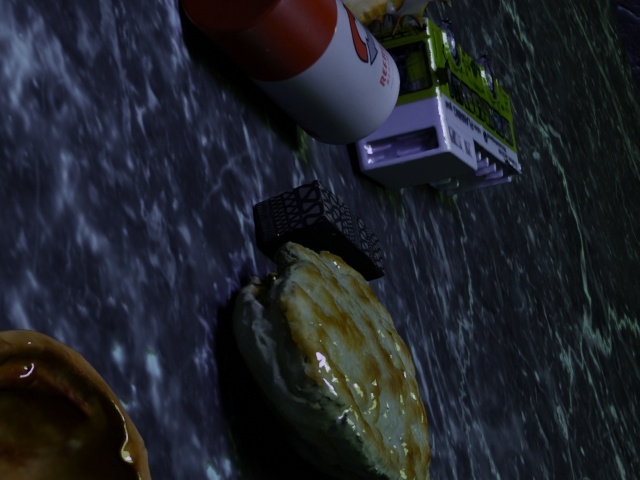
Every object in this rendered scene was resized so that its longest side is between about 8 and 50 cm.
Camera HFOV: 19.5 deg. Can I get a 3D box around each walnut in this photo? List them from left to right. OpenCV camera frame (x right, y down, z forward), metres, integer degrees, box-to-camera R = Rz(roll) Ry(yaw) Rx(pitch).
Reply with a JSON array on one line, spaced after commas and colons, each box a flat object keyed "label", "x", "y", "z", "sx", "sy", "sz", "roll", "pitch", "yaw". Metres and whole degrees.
[{"label": "walnut", "x": -0.153, "y": 0.129, "z": 0.857, "sx": 0.167, "sy": 0.087, "sz": 0.211, "roll": 68, "pitch": 17, "yaw": 4}]

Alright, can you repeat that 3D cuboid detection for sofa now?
[{"label": "sofa", "x": 0.000, "y": 0.000, "z": 1.441, "sx": 0.118, "sy": 0.060, "sz": 0.039, "roll": 42, "pitch": 30, "yaw": -55}]

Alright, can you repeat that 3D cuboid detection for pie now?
[{"label": "pie", "x": 0.011, "y": 0.101, "z": 1.350, "sx": 0.248, "sy": 0.090, "sz": 0.201, "roll": 42, "pitch": 26, "yaw": -58}]

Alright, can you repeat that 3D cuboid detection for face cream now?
[{"label": "face cream", "x": -0.020, "y": -0.158, "z": 1.458, "sx": 0.214, "sy": 0.096, "sz": 0.096, "roll": 40, "pitch": 38, "yaw": -58}]

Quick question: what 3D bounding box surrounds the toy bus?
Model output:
[{"label": "toy bus", "x": 0.112, "y": -0.116, "z": 1.788, "sx": 0.302, "sy": 0.113, "sz": 0.139, "roll": 23, "pitch": 57, "yaw": -68}]

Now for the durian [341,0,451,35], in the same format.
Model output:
[{"label": "durian", "x": 0.054, "y": -0.307, "z": 1.657, "sx": 0.185, "sy": 0.196, "sz": 0.305, "roll": 37, "pitch": 38, "yaw": -71}]
